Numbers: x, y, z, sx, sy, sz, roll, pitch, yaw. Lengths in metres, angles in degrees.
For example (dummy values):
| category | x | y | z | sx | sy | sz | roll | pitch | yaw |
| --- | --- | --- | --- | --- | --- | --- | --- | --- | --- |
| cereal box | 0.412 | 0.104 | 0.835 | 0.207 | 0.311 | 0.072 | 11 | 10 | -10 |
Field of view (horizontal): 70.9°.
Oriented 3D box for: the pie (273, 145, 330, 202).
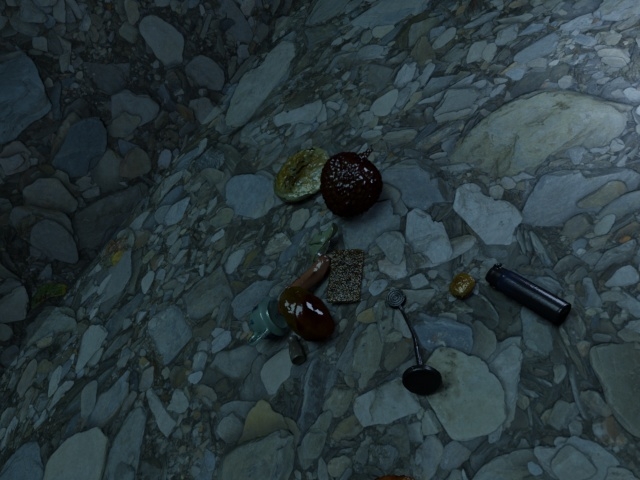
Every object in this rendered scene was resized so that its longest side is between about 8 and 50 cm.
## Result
| category | x | y | z | sx | sy | sz | roll | pitch | yaw |
| --- | --- | --- | --- | --- | --- | --- | --- | --- | --- |
| pie | -0.092 | -0.317 | 2.135 | 0.339 | 0.077 | 0.339 | -18 | 50 | 23 |

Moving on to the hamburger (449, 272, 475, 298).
| category | x | y | z | sx | sy | sz | roll | pitch | yaw |
| --- | --- | --- | --- | --- | --- | --- | --- | --- | --- |
| hamburger | 0.451 | 0.145 | 1.433 | 0.076 | 0.044 | 0.083 | 24 | 71 | 43 |

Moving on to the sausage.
| category | x | y | z | sx | sy | sz | roll | pitch | yaw |
| --- | --- | --- | --- | --- | --- | --- | --- | --- | --- |
| sausage | -0.062 | 0.167 | 1.717 | 0.304 | 0.078 | 0.078 | -44 | 42 | -22 |

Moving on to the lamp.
| category | x | y | z | sx | sy | sz | roll | pitch | yaw |
| --- | --- | --- | --- | --- | --- | --- | --- | --- | --- |
| lamp | 0.276 | 0.285 | 1.401 | 0.130 | 0.108 | 0.371 | -23 | 48 | 21 |

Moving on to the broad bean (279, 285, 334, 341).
| category | x | y | z | sx | sy | sz | roll | pitch | yaw |
| --- | --- | --- | --- | --- | --- | --- | --- | --- | --- |
| broad bean | -0.048 | 0.257 | 1.591 | 0.156 | 0.122 | 0.228 | -33 | 79 | -28 |

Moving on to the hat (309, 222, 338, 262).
| category | x | y | z | sx | sy | sz | roll | pitch | yaw |
| --- | --- | --- | --- | --- | --- | --- | --- | --- | --- |
| hat | 0.007 | -0.001 | 1.803 | 0.081 | 0.122 | 0.166 | 36 | 113 | 6 |

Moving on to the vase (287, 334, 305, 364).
| category | x | y | z | sx | sy | sz | roll | pitch | yaw |
| --- | --- | --- | --- | --- | --- | --- | --- | --- | --- |
| vase | -0.090 | 0.392 | 1.618 | 0.053 | 0.053 | 0.101 | -34 | 41 | 9 |

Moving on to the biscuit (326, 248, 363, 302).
| category | x | y | z | sx | sy | sz | roll | pitch | yaw |
| --- | --- | --- | --- | --- | --- | --- | --- | --- | --- |
| biscuit | 0.093 | 0.129 | 1.689 | 0.131 | 0.025 | 0.231 | -4 | 55 | 16 |

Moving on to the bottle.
| category | x | y | z | sx | sy | sz | roll | pitch | yaw |
| --- | --- | --- | --- | --- | --- | --- | --- | --- | --- |
| bottle | 0.595 | 0.153 | 1.309 | 0.072 | 0.082 | 0.244 | -11 | 33 | -33 |

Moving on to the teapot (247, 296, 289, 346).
| category | x | y | z | sx | sy | sz | roll | pitch | yaw |
| --- | --- | --- | --- | --- | --- | --- | --- | --- | --- |
| teapot | -0.210 | 0.310 | 1.700 | 0.159 | 0.159 | 0.232 | -21 | 23 | 21 |

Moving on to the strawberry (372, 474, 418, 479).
| category | x | y | z | sx | sy | sz | roll | pitch | yaw |
| --- | --- | --- | --- | --- | --- | --- | --- | --- | --- |
| strawberry | 0.187 | 0.692 | 1.173 | 0.192 | 0.085 | 0.140 | -50 | 27 | -12 |

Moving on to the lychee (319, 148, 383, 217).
| category | x | y | z | sx | sy | sz | roll | pitch | yaw |
| --- | --- | --- | --- | --- | --- | --- | --- | --- | --- |
| lychee | 0.123 | -0.236 | 1.795 | 0.264 | 0.264 | 0.300 | 40 | 109 | 46 |
